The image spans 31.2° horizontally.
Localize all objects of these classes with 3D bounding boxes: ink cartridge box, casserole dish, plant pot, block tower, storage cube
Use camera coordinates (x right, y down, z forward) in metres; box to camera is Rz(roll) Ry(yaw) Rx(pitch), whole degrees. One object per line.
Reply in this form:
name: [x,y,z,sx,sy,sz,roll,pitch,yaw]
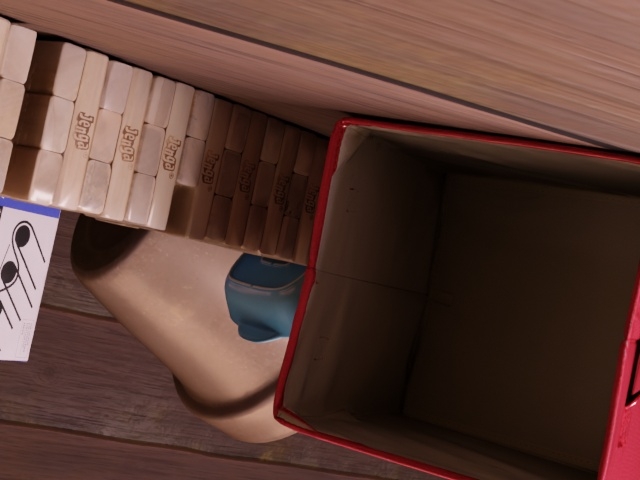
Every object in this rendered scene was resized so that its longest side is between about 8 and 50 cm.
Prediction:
ink cartridge box: [-0.243,-0.015,0.855,0.046,0.207,0.097,11,177,25]
casserole dish: [0.000,0.000,0.867,0.114,0.188,0.037,10,138,48]
plant pot: [-0.094,0.024,1.054,0.229,0.263,0.263,36,164,-34]
block tower: [-0.115,-0.053,0.703,0.097,0.091,0.335,12,179,37]
storage cube: [0.113,0.044,0.691,0.215,0.183,0.193,11,178,26]
